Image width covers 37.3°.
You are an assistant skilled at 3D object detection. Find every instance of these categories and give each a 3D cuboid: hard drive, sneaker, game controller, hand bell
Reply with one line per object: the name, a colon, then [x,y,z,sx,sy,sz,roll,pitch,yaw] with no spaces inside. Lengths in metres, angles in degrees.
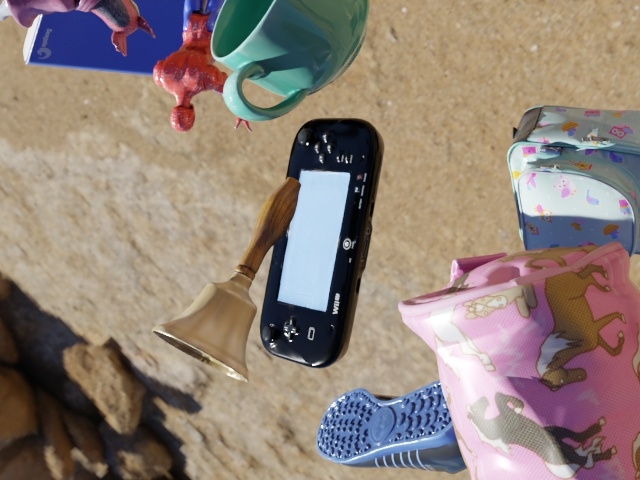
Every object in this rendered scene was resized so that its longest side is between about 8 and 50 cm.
hard drive: [-0.309,-0.358,1.574,0.210,0.319,0.040,-52,47,47]
sneaker: [0.087,0.188,0.904,0.090,0.081,0.232,30,153,-24]
game controller: [0.000,0.000,1.215,0.067,0.319,0.166,10,178,-31]
hand bell: [-0.083,0.032,1.120,0.126,0.242,0.126,27,165,8]

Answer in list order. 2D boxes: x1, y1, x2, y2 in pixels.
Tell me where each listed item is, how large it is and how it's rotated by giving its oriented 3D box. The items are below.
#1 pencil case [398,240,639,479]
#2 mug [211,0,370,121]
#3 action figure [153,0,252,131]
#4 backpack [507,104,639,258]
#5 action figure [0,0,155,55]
pencil case: [0.175,0.188,0.606,0.167,0.160,0.386,-20,87,47]
mug: [-0.026,-0.178,0.821,0.097,0.157,0.129,27,-169,-28]
action figure: [-0.124,-0.241,1.112,0.092,0.280,0.139,6,160,15]
backpack: [0.305,-0.057,1.030,0.188,0.144,0.165,0,130,21]
action figure: [-0.341,-0.415,1.251,0.370,0.248,0.276,48,157,-7]
